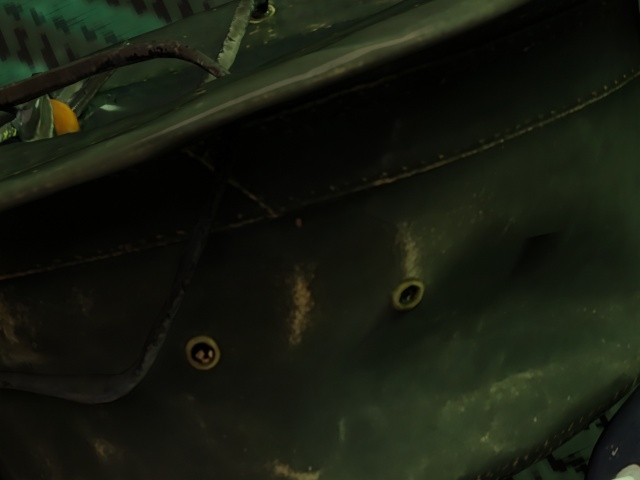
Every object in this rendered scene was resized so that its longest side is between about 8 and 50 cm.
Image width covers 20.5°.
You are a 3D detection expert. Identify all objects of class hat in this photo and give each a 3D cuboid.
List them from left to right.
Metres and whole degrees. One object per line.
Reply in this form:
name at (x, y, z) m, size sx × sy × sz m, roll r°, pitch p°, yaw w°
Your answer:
hat at (0.000, 0.000, 0.452) m, size 0.331 × 0.331 × 0.134 m, roll -19°, pitch 97°, yaw 2°

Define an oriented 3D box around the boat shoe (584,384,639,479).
boat shoe at (0.091, 0.135, 0.448) m, size 0.340 × 0.127 × 0.158 m, roll -35°, pitch 62°, yaw -12°
